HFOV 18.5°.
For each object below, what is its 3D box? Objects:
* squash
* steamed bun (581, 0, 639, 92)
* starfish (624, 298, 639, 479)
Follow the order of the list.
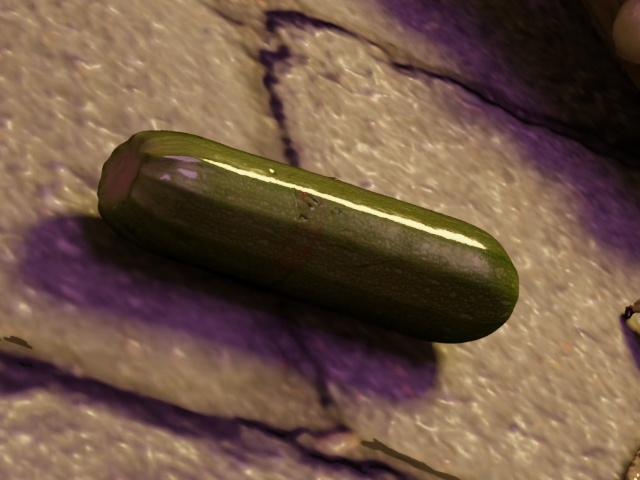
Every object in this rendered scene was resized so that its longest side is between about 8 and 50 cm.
[{"bbox_3d":[0.000,0.000,0.926,0.229,0.066,0.066,18,39,-33],"label":"squash"},{"bbox_3d":[0.248,-0.157,1.279,0.189,0.247,0.428,-31,78,-11],"label":"steamed bun"},{"bbox_3d":[0.259,0.112,1.087,0.231,0.048,0.295,45,33,5],"label":"starfish"}]
